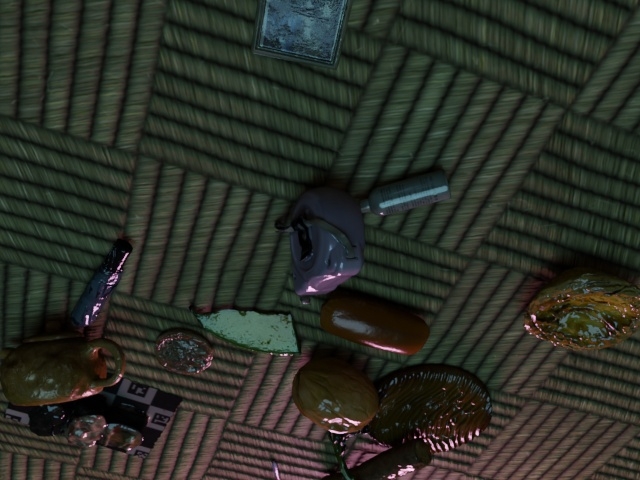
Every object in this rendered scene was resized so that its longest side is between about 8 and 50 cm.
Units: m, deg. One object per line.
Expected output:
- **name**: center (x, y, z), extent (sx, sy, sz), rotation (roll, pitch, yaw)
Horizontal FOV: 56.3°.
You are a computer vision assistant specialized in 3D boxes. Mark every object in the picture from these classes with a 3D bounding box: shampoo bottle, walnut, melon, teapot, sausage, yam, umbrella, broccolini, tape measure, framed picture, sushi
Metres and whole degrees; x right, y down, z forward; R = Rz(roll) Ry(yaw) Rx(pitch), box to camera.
- **shampoo bottle**: center (0.133, -0.077, 1.073), extent (0.195, 0.056, 0.056), rotation (-14, 125, 11)
- **walnut**: center (0.034, 0.342, 1.324), extent (0.206, 0.159, 0.159), rotation (28, 122, -18)
- **melon**: center (-0.155, 0.186, 1.273), extent (0.261, 0.053, 0.114), rotation (15, 118, -11)
- **teapot**: center (-0.548, 0.249, 1.256), extent (0.310, 0.203, 0.167), rotation (-7, 84, 18)
- **sausage**: center (0.109, 0.174, 1.237), extent (0.238, 0.098, 0.098), rotation (17, 125, -14)
- **yam**: center (0.132, 0.589, 1.525), extent (0.081, 0.081, 0.356), rotation (36, 129, -23)
- **umbrella**: center (-0.439, 0.092, 1.202), extent (0.053, 0.052, 0.250), rotation (30, 122, -19)
- **broccolini**: center (0.088, 0.510, 1.451), extent (0.123, 0.062, 0.272), rotation (-9, 109, 39)
- **tape measure**: center (-0.002, -0.002, 1.053), extent (0.105, 0.179, 0.196), rotation (-1, 156, -24)
- **framed picture**: center (-0.024, -0.355, 0.897), extent (0.141, 0.011, 0.183), rotation (10, 125, -7)
- **sushi**: center (-0.561, 0.441, 1.430), extent (0.372, 0.100, 0.296), rotation (24, 123, -16)

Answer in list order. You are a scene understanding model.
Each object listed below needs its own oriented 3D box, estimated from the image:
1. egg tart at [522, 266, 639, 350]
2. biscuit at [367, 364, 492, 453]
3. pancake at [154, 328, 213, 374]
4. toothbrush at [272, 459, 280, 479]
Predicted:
- **egg tart**: center (0.533, 0.129, 1.200), extent (0.252, 0.099, 0.232), rotation (-3, 133, 8)
- **biscuit**: center (0.257, 0.418, 1.446), extent (0.317, 0.040, 0.318), rotation (0, 127, 0)
- **pancake**: center (-0.306, 0.251, 1.336), extent (0.139, 0.022, 0.140), rotation (0, 125, 0)
- **toothbrush**: center (-0.116, 0.662, 1.641), extent (0.013, 0.019, 0.193), rotation (-4, 124, 4)
